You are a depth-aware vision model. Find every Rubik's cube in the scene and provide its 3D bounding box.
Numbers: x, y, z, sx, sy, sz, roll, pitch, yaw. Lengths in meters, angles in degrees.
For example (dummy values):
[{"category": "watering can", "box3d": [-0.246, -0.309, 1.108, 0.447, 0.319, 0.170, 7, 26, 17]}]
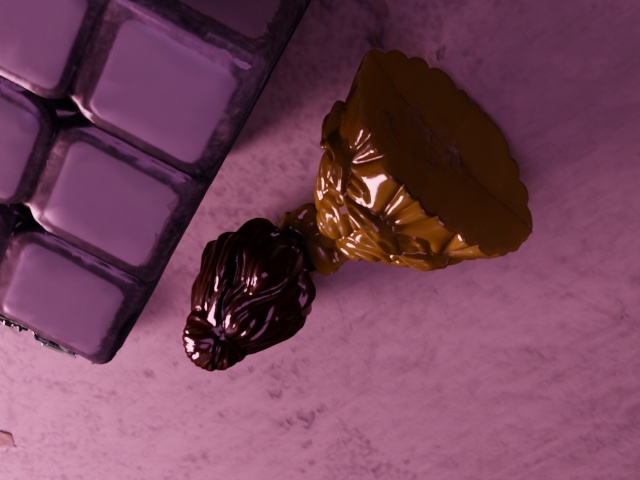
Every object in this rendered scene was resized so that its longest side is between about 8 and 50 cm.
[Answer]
[{"category": "Rubik's cube", "box3d": [-0.188, -0.153, 0.827, 0.303, 0.305, 0.301, 28, 129, -7]}]

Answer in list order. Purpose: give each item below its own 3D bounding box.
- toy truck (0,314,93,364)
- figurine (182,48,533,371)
[{"category": "toy truck", "box3d": [-0.299, 0.085, 1.154, 0.175, 0.067, 0.081, 21, 126, 2]}, {"category": "figurine", "box3d": [0.001, -0.003, 0.985, 0.187, 0.168, 0.315, 27, 137, -30]}]
